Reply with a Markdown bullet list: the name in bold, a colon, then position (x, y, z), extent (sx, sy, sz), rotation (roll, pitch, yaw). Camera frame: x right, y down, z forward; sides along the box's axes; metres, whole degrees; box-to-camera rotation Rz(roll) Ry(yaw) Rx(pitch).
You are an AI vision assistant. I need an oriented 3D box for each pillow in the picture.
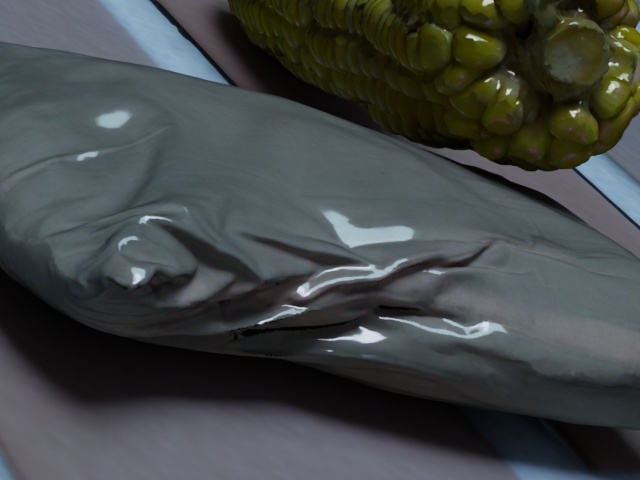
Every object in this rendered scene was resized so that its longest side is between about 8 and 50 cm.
- **pillow**: position (0.000, 0.000, 0.623), extent (0.270, 0.067, 0.173), rotation (12, 20, -32)

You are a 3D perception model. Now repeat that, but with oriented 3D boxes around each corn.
- **corn**: position (0.032, -0.093, 0.774), extent (0.101, 0.101, 0.291), rotation (14, 7, -28)
